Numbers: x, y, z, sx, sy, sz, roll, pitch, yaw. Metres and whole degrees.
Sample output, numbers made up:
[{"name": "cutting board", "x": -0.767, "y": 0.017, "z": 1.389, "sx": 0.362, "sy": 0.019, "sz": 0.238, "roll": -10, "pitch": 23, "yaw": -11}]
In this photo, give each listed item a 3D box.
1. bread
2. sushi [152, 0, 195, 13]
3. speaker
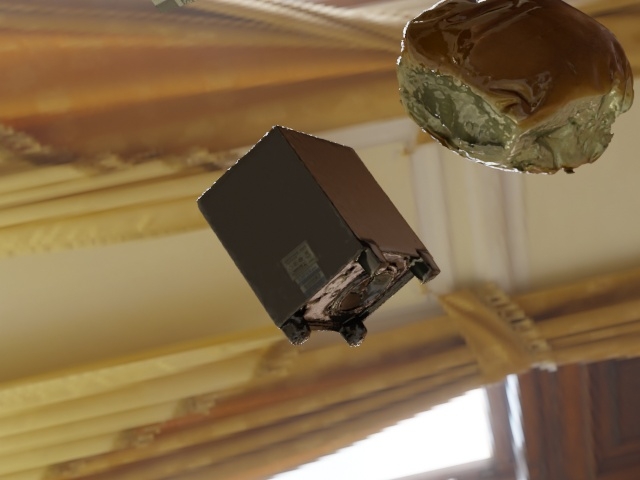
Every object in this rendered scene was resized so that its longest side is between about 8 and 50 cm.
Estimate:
[{"name": "bread", "x": 0.254, "y": -0.209, "z": 1.566, "sx": 0.250, "sy": 0.279, "sz": 0.225, "roll": 47, "pitch": 143, "yaw": 29}, {"name": "sushi", "x": -0.239, "y": -0.455, "z": 1.889, "sx": 0.192, "sy": 0.215, "sz": 0.050, "roll": 56, "pitch": -141, "yaw": -29}, {"name": "speaker", "x": 0.000, "y": 0.000, "z": 1.649, "sx": 0.254, "sy": 0.184, "sz": 0.232, "roll": 55, "pitch": -159, "yaw": 21}]
